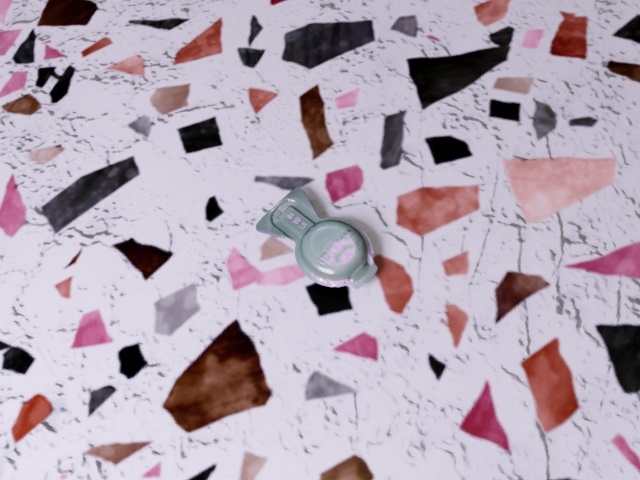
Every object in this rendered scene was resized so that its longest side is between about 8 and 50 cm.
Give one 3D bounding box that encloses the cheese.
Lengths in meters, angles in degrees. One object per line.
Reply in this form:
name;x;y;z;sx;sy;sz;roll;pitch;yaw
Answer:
cheese;0.000;0.000;0.742;0.067;0.026;0.120;-43;62;-15
